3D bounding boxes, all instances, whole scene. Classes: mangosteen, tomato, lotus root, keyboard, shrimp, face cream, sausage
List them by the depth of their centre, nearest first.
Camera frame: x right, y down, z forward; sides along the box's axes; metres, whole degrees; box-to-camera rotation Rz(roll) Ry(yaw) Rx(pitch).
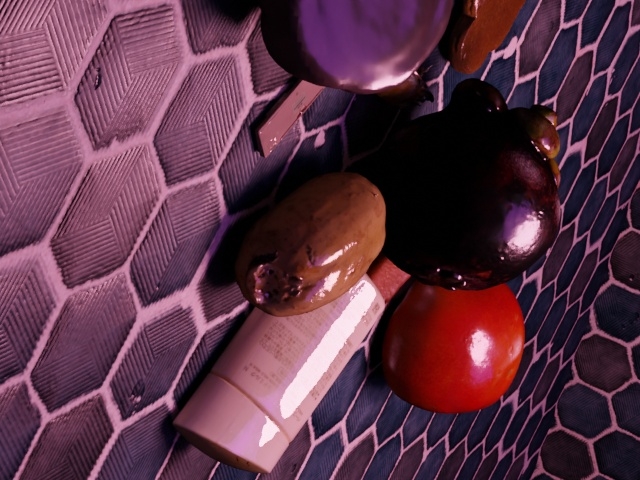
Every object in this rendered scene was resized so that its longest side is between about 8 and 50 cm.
[{"bbox_3d":[-0.033,-0.178,1.774,0.166,0.017,0.055,-52,150,-26],"label":"keyboard"},{"bbox_3d":[0.000,0.000,1.868,0.284,0.146,0.160,-40,163,-48],"label":"lotus root"},{"bbox_3d":[0.110,-0.274,1.938,0.296,0.058,0.169,15,98,-64],"label":"shrimp"},{"bbox_3d":[-0.052,0.172,1.960,0.173,0.081,0.348,47,67,-27],"label":"face cream"},{"bbox_3d":[0.211,-0.081,2.030,0.297,0.297,0.313,-9,108,-63],"label":"mangosteen"},{"bbox_3d":[0.086,0.047,2.164,0.330,0.102,0.102,-49,153,-32],"label":"sausage"},{"bbox_3d":[0.244,0.189,2.487,0.298,0.226,0.298,-48,156,-30],"label":"tomato"}]

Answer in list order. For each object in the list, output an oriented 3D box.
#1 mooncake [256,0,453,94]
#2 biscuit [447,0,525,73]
[{"bbox_3d":[0.035,-0.283,1.568,0.245,0.133,0.245,-10,111,-28],"label":"mooncake"},{"bbox_3d":[0.274,-0.396,2.168,0.290,0.041,0.208,-60,158,-11],"label":"biscuit"}]
